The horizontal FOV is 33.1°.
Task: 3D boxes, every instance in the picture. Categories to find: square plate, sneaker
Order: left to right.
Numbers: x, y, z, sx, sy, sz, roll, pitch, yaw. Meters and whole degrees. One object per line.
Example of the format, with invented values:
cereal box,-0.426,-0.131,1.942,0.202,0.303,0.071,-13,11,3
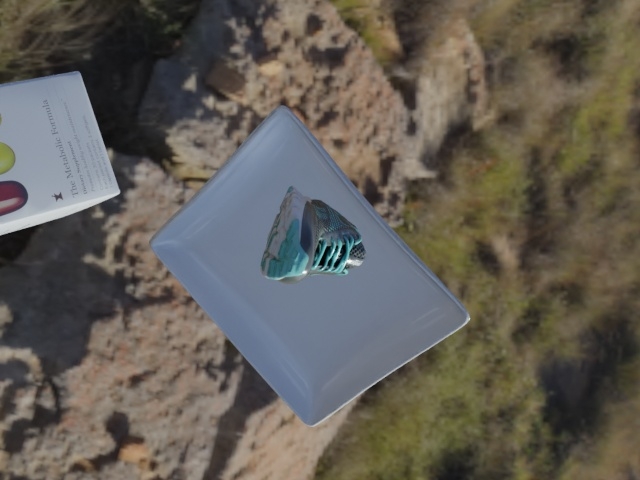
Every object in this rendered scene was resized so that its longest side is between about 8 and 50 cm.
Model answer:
square plate,-0.022,0.042,1.402,0.347,0.344,0.049,49,40,-1
sneaker,0.000,0.000,0.819,0.166,0.076,0.065,-81,-167,-76

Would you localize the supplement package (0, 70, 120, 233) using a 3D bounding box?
supplement package,-0.348,-0.068,1.057,0.244,0.134,0.139,-22,95,-45
